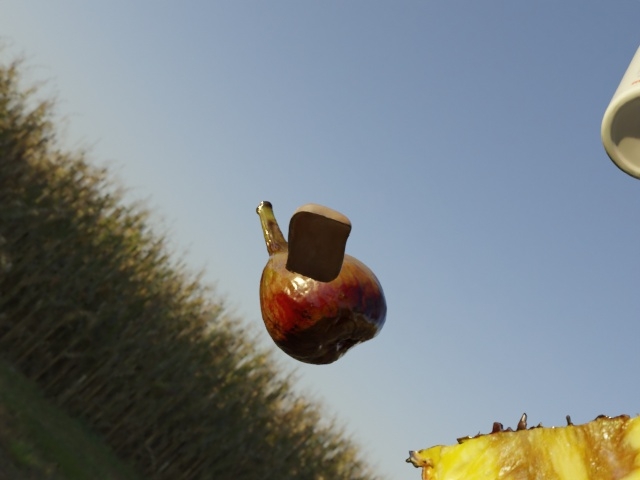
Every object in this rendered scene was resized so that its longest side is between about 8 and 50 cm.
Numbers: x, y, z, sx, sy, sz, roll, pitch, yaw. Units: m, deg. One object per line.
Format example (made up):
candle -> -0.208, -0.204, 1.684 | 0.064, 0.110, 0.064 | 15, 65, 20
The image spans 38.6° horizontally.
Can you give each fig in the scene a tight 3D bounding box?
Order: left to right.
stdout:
fig -> -0.023, 0.071, 1.426 | 0.191, 0.190, 0.290 | 55, -6, -36

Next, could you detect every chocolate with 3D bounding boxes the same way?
chocolate -> 0.000, 0.000, 0.943 | 0.064, 0.031, 0.101 | 17, -42, 9

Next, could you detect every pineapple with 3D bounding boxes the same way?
pineapple -> 0.199, 0.225, 0.649 | 0.161, 0.158, 0.334 | 41, -41, -20

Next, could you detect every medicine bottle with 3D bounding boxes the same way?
medicine bottle -> 0.461, -0.207, 1.176 | 0.130, 0.341, 0.130 | 16, -52, 21
